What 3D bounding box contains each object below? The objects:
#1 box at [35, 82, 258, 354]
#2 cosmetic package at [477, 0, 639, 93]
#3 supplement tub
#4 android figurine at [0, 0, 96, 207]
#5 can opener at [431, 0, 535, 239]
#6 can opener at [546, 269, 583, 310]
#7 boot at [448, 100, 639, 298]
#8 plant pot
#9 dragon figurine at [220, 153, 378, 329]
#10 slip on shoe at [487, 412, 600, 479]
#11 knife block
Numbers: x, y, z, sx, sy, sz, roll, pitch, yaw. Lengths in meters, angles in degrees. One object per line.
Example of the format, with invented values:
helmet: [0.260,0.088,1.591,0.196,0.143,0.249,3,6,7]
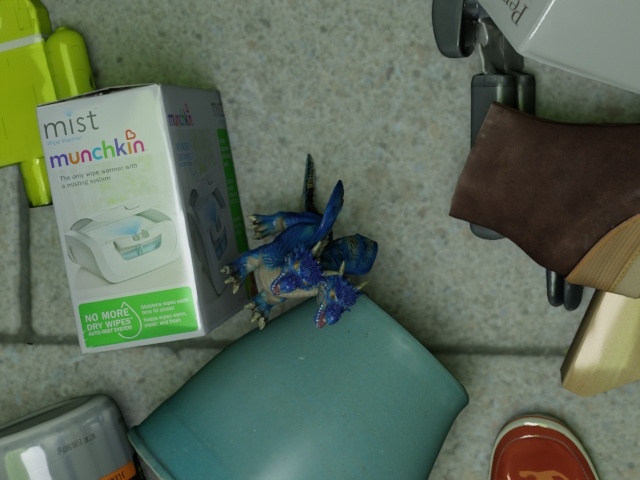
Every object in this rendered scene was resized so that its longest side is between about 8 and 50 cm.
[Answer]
box: [-0.162,-0.029,1.323,0.126,0.262,0.231,-9,93,9]
cosmetic package: [0.293,-0.378,1.137,0.161,0.230,0.453,12,122,-31]
supplement tub: [-0.250,0.333,1.403,0.193,0.193,0.316,-19,93,10]
android figurine: [-0.358,-0.160,1.446,0.248,0.056,0.273,-10,95,10]
can opener: [0.164,-0.145,1.372,0.095,0.076,0.283,5,97,41]
can opener: [0.245,-0.022,1.368,0.073,0.059,0.186,-5,105,-18]
boot: [0.249,-0.083,1.253,0.207,0.090,0.248,28,112,11]
plant pot: [-0.002,0.185,1.332,0.271,0.271,0.255,43,84,3]
dragon figurine: [0.000,0.000,1.296,0.144,0.289,0.085,-20,111,30]
slip on shoe: [0.234,0.339,1.377,0.123,0.101,0.331,-4,93,11]
knife block: [0.330,-0.002,1.339,0.275,0.088,0.242,-22,91,10]
